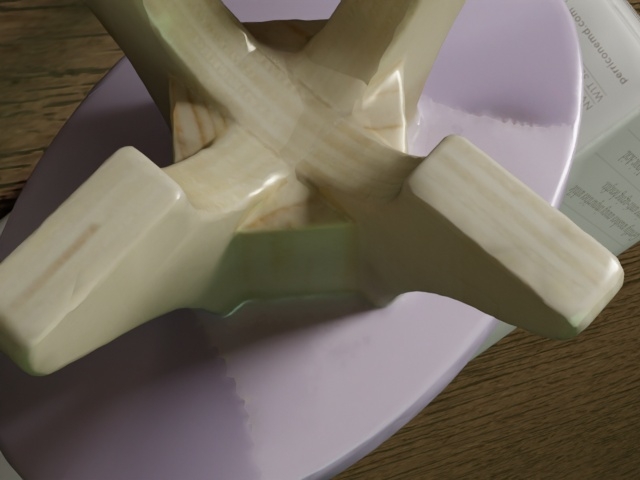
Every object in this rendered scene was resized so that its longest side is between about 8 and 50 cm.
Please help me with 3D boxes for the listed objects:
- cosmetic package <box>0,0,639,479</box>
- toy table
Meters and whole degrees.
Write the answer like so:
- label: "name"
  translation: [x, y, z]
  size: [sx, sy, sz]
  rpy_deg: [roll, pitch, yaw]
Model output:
- label: "cosmetic package"
  translation: [0.000, 0.000, 0.997]
  size: [0.385, 0.156, 0.217]
  rpy_deg: [-39, 161, 13]
- label: "toy table"
  translation: [-0.012, -0.031, 0.683]
  size: [0.274, 0.252, 0.161]
  rpy_deg: [-58, 169, -16]
